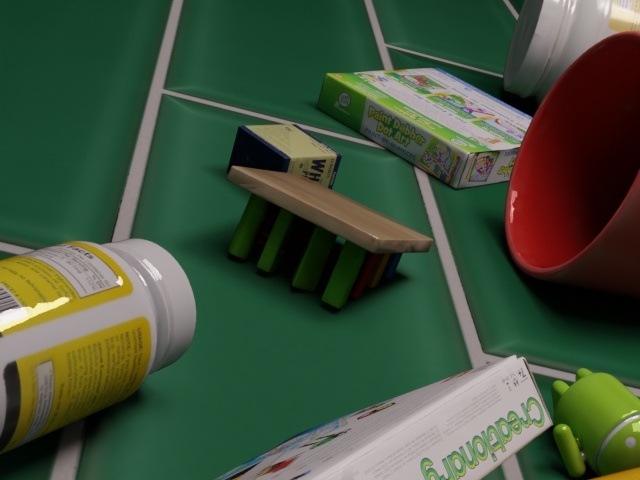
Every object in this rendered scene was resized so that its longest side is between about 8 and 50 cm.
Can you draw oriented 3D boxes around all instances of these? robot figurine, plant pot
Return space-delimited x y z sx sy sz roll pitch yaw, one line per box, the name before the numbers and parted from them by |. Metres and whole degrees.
robot figurine | 0.233 0.151 1.002 0.101 0.067 0.115 -23 38 -16
plant pot | 0.371 -0.051 1.330 0.243 0.275 0.275 21 21 -18

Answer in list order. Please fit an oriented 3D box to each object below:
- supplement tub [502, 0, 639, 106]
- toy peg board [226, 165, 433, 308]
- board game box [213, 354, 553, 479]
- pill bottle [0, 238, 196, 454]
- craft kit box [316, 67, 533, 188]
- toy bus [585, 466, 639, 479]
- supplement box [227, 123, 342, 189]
supplement tub | 0.465 -0.275 1.889 0.331 0.241 0.241 17 23 -3
toy peg board | 0.000 0.000 1.193 0.161 0.079 0.161 27 10 20
board game box | -0.021 0.152 0.693 0.305 0.193 0.053 -19 84 -53
pill bottle | -0.185 0.067 0.838 0.119 0.119 0.208 29 26 26
craft kit box | 0.166 -0.154 1.652 0.250 0.061 0.247 34 26 34
toy bus | 0.182 0.214 0.750 0.333 0.130 0.108 -3 31 -39
supplement box | -0.039 -0.083 1.346 0.083 0.056 0.083 -7 33 -43
